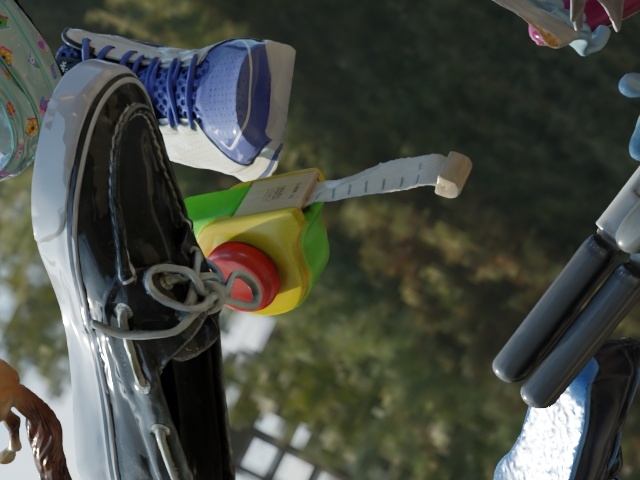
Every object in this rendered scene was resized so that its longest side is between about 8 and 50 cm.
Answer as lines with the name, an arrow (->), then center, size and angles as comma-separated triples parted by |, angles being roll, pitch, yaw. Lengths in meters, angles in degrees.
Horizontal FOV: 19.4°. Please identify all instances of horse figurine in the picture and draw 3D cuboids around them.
horse figurine -> -0.315, 0.130, 1.478 | 0.174, 0.263, 0.066 | 111, 167, -48

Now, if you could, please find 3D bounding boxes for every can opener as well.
can opener -> 0.247, 0.029, 1.660 | 0.093, 0.074, 0.280 | -4, -46, -56

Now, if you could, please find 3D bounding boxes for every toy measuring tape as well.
toy measuring tape -> 0.000, 0.000, 1.618 | 0.121, 0.330, 0.121 | 19, -114, -53

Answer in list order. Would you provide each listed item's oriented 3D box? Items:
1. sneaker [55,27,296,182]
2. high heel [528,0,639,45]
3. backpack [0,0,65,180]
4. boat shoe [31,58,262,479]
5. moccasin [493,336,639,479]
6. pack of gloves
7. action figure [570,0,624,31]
sneaker -> -0.155, -0.126, 1.736 | 0.315, 0.182, 0.127 | -175, 92, -67
high heel -> 0.294, -0.350, 1.727 | 0.377, 0.181, 0.127 | -46, 31, -19
backpack -> -0.275, -0.130, 1.424 | 0.152, 0.182, 0.115 | -24, 17, 40
boat shoe -> -0.101, 0.040, 1.155 | 0.113, 0.105, 0.306 | -31, -55, -55
moccasin -> 0.283, 0.239, 2.039 | 0.117, 0.138, 0.342 | -21, -32, -28
pack of gloves -> 0.172, -0.096, 1.137 | 0.046, 0.195, 0.232 | -62, -14, 14
action figure -> 0.200, -0.154, 0.776 | 0.099, 0.285, 0.185 | -7, -74, -36
